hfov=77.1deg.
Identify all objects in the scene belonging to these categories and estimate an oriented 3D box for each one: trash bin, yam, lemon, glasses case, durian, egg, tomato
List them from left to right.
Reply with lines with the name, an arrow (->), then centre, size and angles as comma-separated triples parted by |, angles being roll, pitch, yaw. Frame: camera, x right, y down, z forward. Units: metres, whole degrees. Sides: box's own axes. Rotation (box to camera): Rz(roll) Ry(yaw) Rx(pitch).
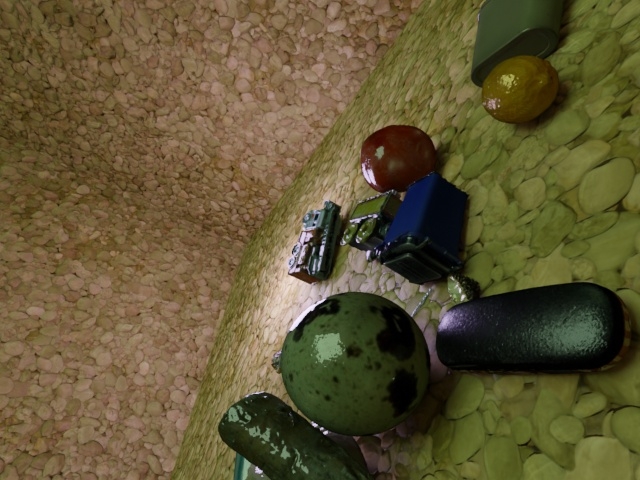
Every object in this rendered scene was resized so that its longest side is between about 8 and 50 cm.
yam -> -0.039, 0.404, 0.758 | 0.331, 0.133, 0.133 | 18, 80, 33
egg -> 0.063, 0.257, 0.854 | 0.379, 0.288, 0.287 | 131, 159, -63
tomato -> 0.228, -0.248, 1.199 | 0.232, 0.188, 0.232 | -18, 29, 11
trash bin -> 0.253, -0.031, 0.945 | 0.184, 0.163, 0.234 | -29, 33, 59
durian -> 0.287, 0.107, 0.815 | 0.066, 0.052, 0.130 | -52, 28, 24
glasses case -> 0.311, 0.147, 0.643 | 0.321, 0.082, 0.122 | -31, 36, 57
trash bin -> 0.501, -0.551, 1.033 | 0.243, 0.121, 0.247 | -23, 46, 63
lemon -> 0.430, -0.330, 0.885 | 0.142, 0.142, 0.187 | -61, 13, 8

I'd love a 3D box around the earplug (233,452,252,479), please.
earplug -> -0.176, 0.666, 1.137 | 0.185, 0.185, 0.323 | -48, 28, 39

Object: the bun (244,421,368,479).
bun -> -0.058, 0.568, 0.863 | 0.365, 0.220, 0.365 | -48, 27, 35

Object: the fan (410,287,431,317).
fan -> 0.178, 0.247, 0.989 | 0.329, 0.009, 0.190 | -59, 18, 16

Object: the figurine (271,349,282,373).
figurine -> -0.124, 0.436, 1.482 | 0.143, 0.068, 0.101 | -40, 30, 24

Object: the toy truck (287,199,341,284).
toy truck -> 0.000, 0.000, 1.635 | 0.184, 0.133, 0.338 | -12, 56, 55

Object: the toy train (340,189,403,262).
toy train -> 0.171, -0.036, 1.212 | 0.177, 0.134, 0.261 | -61, 17, -15
